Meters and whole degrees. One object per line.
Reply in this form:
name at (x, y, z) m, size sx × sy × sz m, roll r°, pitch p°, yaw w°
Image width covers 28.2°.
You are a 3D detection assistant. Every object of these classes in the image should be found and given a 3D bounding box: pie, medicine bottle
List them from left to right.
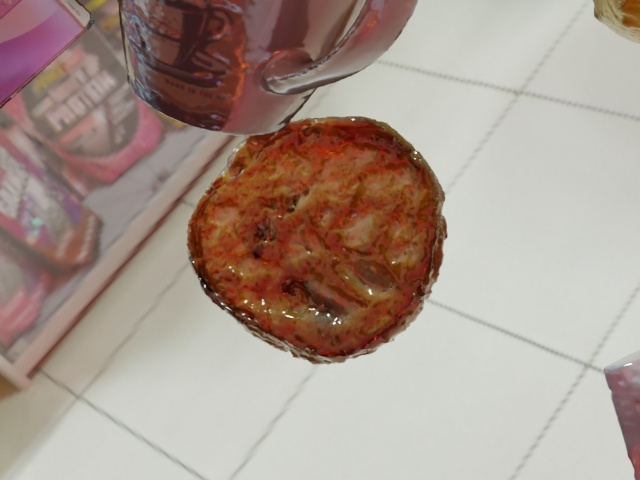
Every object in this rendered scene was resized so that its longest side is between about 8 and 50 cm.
medicine bottle at (-0.374, -0.251, 1.373) m, size 0.171 × 0.201 × 0.052 m, roll -37°, pitch 24°, yaw 13°
pie at (0.000, 0.000, 1.501) m, size 0.315 × 0.092 × 0.315 m, roll -3°, pitch 80°, yaw 14°

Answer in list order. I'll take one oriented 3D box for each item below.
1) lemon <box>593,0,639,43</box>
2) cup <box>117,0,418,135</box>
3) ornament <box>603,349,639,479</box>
lemon at (0.533, -0.411, 1.969) m, size 0.233 × 0.233 × 0.288 m, roll -32°, pitch -2°, yaw 7°
cup at (-0.031, -0.202, 0.969) m, size 0.301 × 0.227 × 0.257 m, roll 43°, pitch 127°, yaw 44°
ornament at (0.532, 0.221, 1.534) m, size 0.240 × 0.239 × 0.240 m, roll -16°, pitch 0°, yaw -36°
